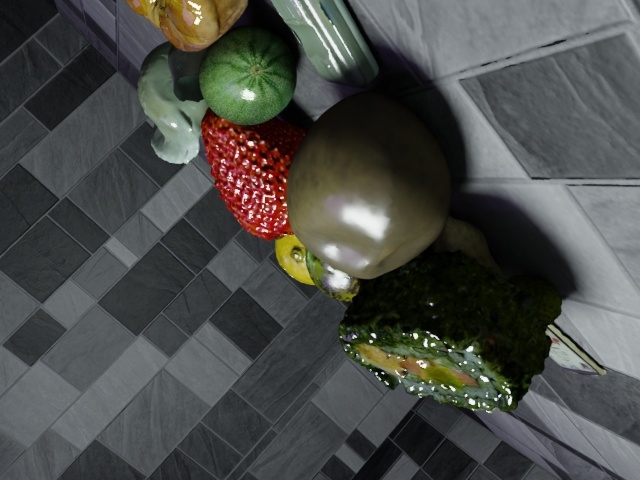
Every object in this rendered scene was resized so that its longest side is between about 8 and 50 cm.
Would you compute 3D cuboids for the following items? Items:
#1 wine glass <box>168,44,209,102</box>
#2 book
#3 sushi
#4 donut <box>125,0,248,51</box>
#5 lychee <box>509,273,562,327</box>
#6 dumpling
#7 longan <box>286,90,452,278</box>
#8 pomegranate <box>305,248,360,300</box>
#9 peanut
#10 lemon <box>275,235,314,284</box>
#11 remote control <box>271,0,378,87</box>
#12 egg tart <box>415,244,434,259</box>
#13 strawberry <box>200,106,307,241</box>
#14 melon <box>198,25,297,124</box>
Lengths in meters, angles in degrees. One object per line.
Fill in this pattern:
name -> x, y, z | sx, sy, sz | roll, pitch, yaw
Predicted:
wine glass -> -0.287, -0.402, 1.233 | 0.103, 0.103, 0.222 | 57, -161, -55
book -> 0.493, 0.211, 1.232 | 0.231, 0.026, 0.157 | 43, 170, 1
sushi -> 0.218, 0.172, 1.001 | 0.294, 0.178, 0.352 | 42, 153, -19
donut -> -0.252, -0.459, 0.941 | 0.317, 0.150, 0.299 | 41, 165, 26
lychee -> 0.380, 0.119, 1.044 | 0.114, 0.114, 0.146 | 45, 158, -12
dumpling -> -0.353, -0.375, 1.382 | 0.269, 0.321, 0.212 | 6, 144, 29
longan -> 0.079, -0.087, 0.930 | 0.288, 0.288, 0.350 | 42, 163, 7
pomegranate -> 0.097, 0.038, 1.362 | 0.276, 0.222, 0.204 | 15, -170, -7
peanut -> 0.289, 0.042, 1.089 | 0.263, 0.101, 0.117 | 54, -162, -37
lemon -> 0.001, -0.001, 1.594 | 0.260, 0.260, 0.284 | 46, -165, -15
remote control -> -0.035, -0.357, 0.803 | 0.128, 0.065, 0.335 | 28, 163, 51
egg tart -> 0.199, 0.000, 1.195 | 0.291, 0.107, 0.291 | -25, -90, -86
strawberry -> -0.140, -0.186, 1.329 | 0.351, 0.267, 0.312 | 46, -158, -25
melon -> -0.144, -0.314, 1.090 | 0.182, 0.182, 0.287 | 46, 169, -19
